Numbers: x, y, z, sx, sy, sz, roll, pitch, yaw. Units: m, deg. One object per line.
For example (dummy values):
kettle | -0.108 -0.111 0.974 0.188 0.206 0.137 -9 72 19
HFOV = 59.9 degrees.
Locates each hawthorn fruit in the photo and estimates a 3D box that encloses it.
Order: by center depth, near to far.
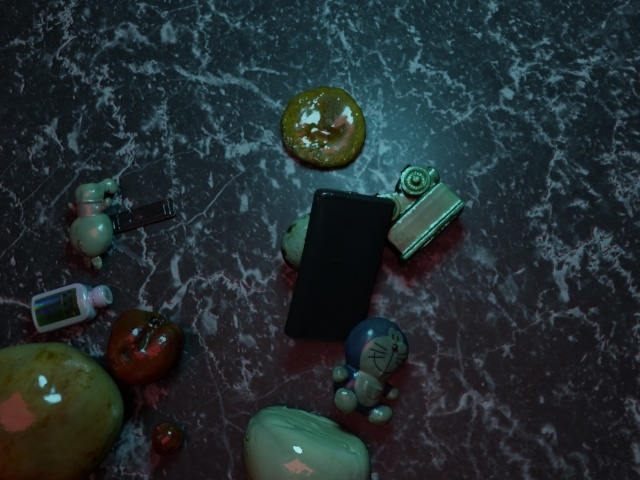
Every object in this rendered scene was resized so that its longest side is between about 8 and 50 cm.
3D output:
hawthorn fruit | -0.497 0.318 1.516 0.207 0.207 0.243 31 96 10
hawthorn fruit | -0.421 0.539 1.520 0.092 0.093 0.093 -1 79 5

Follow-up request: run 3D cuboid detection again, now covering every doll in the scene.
doll | 0.136 0.334 1.468 0.228 0.154 0.259 28 91 -29
doll | -0.679 -0.055 1.636 0.154 0.113 0.275 0 80 22

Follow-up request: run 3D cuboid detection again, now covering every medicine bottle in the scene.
medicine bottle | -0.720 0.189 1.613 0.219 0.078 0.115 -17 76 2

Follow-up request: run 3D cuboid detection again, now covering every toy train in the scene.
toy train | 0.250 -0.079 1.541 0.266 0.145 0.202 -42 81 -3

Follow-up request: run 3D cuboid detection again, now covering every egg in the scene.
egg | 0.000 0.000 1.538 0.231 0.169 0.169 -28 77 -12

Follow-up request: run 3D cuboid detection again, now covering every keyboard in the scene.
keyboard | -0.541 -0.073 1.681 0.204 0.013 0.061 -16 77 3

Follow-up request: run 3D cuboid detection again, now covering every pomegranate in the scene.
pomegranate | -0.704 0.441 1.419 0.410 0.411 0.412 -1 79 5

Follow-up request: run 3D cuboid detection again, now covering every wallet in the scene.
wallet | 0.048 0.074 1.454 0.228 0.062 0.407 6 108 -25

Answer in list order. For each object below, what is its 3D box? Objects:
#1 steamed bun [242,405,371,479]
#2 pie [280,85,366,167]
steamed bun | -0.049 0.569 1.359 0.333 0.312 0.233 19 88 10
pie | 0.007 -0.339 1.655 0.273 0.069 0.274 -2 80 9
